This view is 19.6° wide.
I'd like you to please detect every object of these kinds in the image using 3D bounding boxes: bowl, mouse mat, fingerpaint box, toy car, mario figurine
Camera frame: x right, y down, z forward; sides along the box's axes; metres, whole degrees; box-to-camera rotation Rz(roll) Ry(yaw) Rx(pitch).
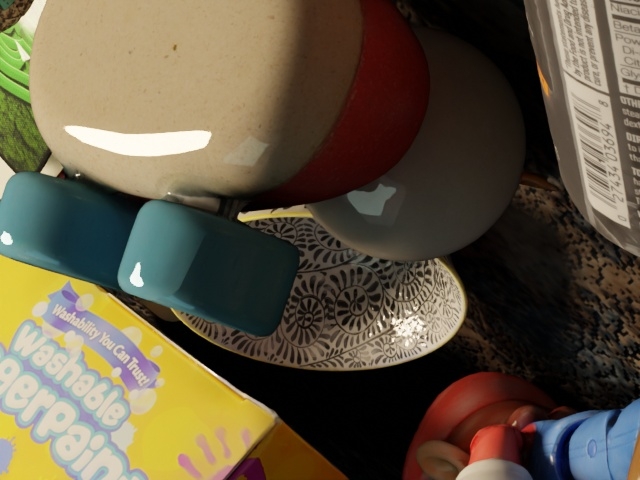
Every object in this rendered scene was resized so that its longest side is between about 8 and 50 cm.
[{"bbox_3d":[0.000,0.000,1.041,0.170,0.080,0.170,4,148,3],"label":"bowl"},{"bbox_3d":[-0.205,-0.145,1.101,0.189,0.007,0.152,46,132,13],"label":"mouse mat"},{"bbox_3d":[-0.120,0.163,1.288,0.445,0.163,0.371,33,170,43],"label":"fingerpaint box"},{"bbox_3d":[0.005,-0.057,0.878,0.238,0.219,0.210,21,175,-41],"label":"toy car"},{"bbox_3d":[0.152,0.164,1.028,0.198,0.170,0.320,43,156,-11],"label":"mario figurine"}]

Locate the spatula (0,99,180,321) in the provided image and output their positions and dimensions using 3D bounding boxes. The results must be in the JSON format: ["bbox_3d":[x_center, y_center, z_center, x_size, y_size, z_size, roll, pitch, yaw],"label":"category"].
[{"bbox_3d":[-0.097,-0.054,1.103,0.168,0.019,0.242,40,133,-4],"label":"spatula"}]

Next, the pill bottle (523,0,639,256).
[{"bbox_3d":[0.126,-0.109,0.604,0.130,0.130,0.245,26,153,31],"label":"pill bottle"}]

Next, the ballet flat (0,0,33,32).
[{"bbox_3d":[-0.331,-0.212,1.080,0.483,0.164,0.182,26,158,40],"label":"ballet flat"}]

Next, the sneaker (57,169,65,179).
[{"bbox_3d":[-0.181,-0.101,1.194,0.225,0.088,0.093,25,-162,10],"label":"sneaker"}]
